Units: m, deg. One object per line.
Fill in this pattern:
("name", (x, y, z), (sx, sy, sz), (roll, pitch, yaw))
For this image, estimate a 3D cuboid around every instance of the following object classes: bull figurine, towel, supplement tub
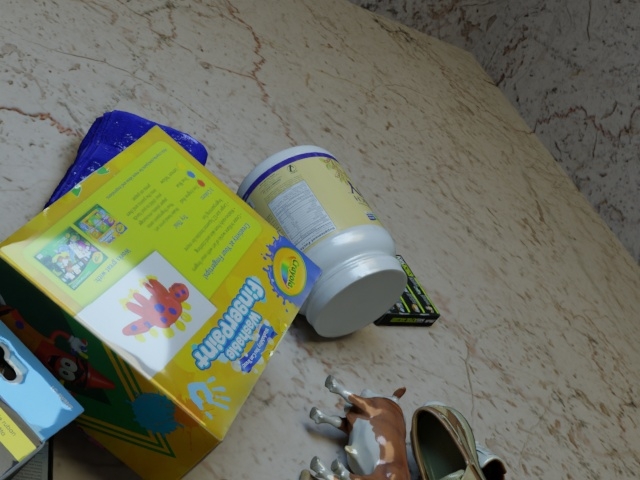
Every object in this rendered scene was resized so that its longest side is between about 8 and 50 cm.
("bull figurine", (0.078, 0.336, 1.472), (0.188, 0.101, 0.310), (26, 27, -21))
("towel", (-0.345, -0.109, 1.566), (0.228, 0.076, 0.308), (16, 45, -3))
("supplement tub", (0.000, 0.000, 1.723), (0.241, 0.241, 0.331), (2, 46, -46))

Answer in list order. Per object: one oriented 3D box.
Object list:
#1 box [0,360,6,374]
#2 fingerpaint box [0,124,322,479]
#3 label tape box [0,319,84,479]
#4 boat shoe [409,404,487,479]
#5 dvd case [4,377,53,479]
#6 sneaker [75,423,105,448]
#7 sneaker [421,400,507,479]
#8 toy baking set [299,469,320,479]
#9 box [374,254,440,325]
("box", (-0.510, 0.164, 1.084), (0.207, 0.036, 0.114), (24, 47, -17))
("fingerpaint box", (-0.238, 0.077, 1.276), (0.371, 0.163, 0.445), (41, 32, -6))
("label tape box", (-0.479, 0.219, 0.960), (0.249, 0.115, 0.348), (45, 40, 4))
("boat shoe", (0.226, 0.424, 1.460), (0.120, 0.122, 0.324), (35, 27, -53))
("dvd case", (-0.428, 0.274, 1.104), (0.180, 0.022, 0.253), (20, 34, -30))
("sneaker", (-0.326, 0.213, 1.255), (0.178, 0.072, 0.077), (57, 7, 9))
("sneaker", (0.279, 0.396, 1.598), (0.106, 0.123, 0.290), (13, 37, -34))
("toy baking set", (0.040, 0.464, 1.338), (0.197, 0.030, 0.256), (15, 37, -35))
("box", (0.153, 0.106, 1.940), (0.184, 0.045, 0.190), (8, 40, -45))
